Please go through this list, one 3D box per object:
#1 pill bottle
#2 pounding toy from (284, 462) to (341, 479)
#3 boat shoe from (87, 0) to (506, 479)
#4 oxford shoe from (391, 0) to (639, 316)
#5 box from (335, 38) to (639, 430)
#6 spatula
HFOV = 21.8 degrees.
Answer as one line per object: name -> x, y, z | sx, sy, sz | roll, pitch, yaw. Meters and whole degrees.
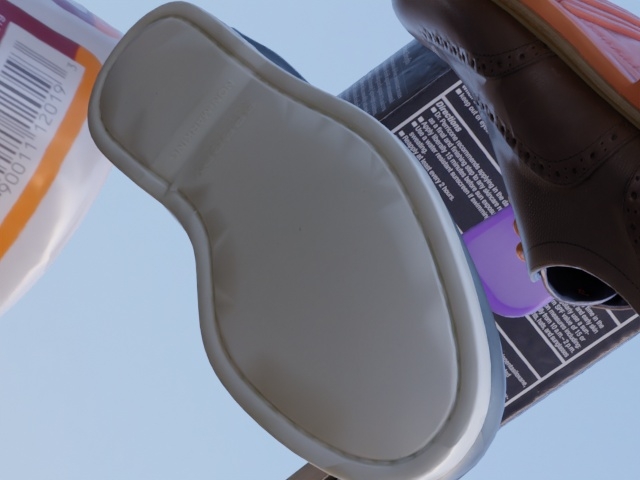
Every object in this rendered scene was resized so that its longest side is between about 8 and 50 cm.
pill bottle -> -0.327, -0.129, 1.025 | 0.224, 0.392, 0.224 | -47, -157, 27
pounding toy -> 0.023, 0.271, 1.471 | 0.100, 0.141, 0.130 | 21, -37, 58
boat shoe -> 0.000, 0.000, 0.711 | 0.116, 0.099, 0.319 | -49, -139, 8
oxford shoe -> 0.117, -0.048, 0.799 | 0.133, 0.130, 0.364 | -64, -147, 15
box -> 0.158, -0.035, 1.452 | 0.296, 0.294, 0.183 | 51, 13, -16
spatula -> 0.232, -0.034, 1.150 | 0.084, 0.296, 0.030 | 53, 24, -20
